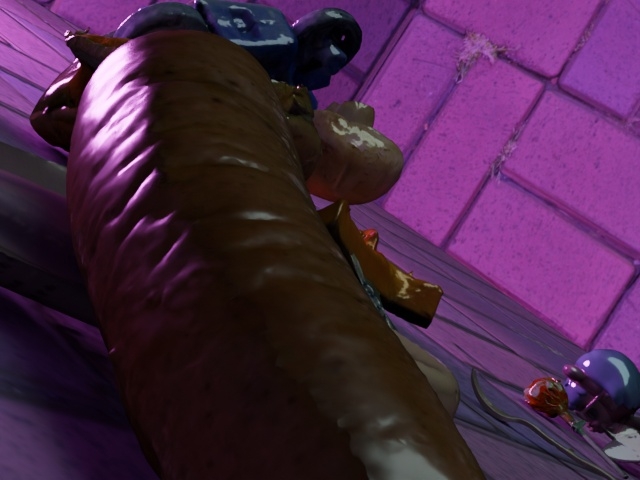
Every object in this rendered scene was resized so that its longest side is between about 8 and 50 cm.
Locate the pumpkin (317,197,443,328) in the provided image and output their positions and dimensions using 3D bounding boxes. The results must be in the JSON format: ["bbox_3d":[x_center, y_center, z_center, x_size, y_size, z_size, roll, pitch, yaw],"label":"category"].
[{"bbox_3d":[0.023,0.014,1.696,0.290,0.095,0.258,29,-2,-42],"label":"pumpkin"}]

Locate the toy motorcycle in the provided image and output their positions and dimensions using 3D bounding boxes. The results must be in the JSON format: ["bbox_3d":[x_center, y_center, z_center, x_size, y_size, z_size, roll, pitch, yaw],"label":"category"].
[{"bbox_3d":[-0.125,-0.187,1.773,0.319,0.182,0.241,-2,-15,-32],"label":"toy motorcycle"}]

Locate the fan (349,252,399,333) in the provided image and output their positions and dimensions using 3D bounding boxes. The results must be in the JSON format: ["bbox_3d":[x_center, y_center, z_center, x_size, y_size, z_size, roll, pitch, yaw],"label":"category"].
[{"bbox_3d":[0.068,0.086,1.410,0.131,0.009,0.240,59,3,-34],"label":"fan"}]

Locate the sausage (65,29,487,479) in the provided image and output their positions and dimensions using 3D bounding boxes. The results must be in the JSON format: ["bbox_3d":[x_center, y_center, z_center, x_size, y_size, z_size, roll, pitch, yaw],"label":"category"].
[{"bbox_3d":[-0.038,0.035,0.719,0.136,0.123,0.501,12,26,-25],"label":"sausage"}]

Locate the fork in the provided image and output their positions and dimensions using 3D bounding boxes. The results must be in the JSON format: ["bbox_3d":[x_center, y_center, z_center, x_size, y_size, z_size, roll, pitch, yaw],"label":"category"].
[{"bbox_3d":[0.237,0.210,1.584,0.219,0.028,0.034,38,-1,12],"label":"fork"}]

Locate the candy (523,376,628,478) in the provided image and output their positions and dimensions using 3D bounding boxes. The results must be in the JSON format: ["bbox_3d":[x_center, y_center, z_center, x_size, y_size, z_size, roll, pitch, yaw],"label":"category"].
[{"bbox_3d":[0.305,0.222,1.812,0.056,0.049,0.184,-6,34,-30],"label":"candy"}]

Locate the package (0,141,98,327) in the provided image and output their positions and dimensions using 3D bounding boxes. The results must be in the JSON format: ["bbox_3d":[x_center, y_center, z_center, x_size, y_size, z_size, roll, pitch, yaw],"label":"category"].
[{"bbox_3d":[-0.151,0.001,0.928,0.204,0.062,0.251,29,9,-31],"label":"package"}]

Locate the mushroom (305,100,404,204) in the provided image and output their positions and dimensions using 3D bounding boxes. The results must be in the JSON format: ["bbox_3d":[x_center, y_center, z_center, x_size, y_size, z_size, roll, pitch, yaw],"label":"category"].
[{"bbox_3d":[0.021,-0.098,1.717,0.148,0.112,0.148,12,-9,2],"label":"mushroom"}]

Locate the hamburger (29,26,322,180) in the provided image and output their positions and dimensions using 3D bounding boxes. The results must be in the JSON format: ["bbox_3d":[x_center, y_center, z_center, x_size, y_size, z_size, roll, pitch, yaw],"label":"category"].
[{"bbox_3d":[-0.139,-0.117,1.510,0.265,0.134,0.285,18,6,32],"label":"hamburger"}]

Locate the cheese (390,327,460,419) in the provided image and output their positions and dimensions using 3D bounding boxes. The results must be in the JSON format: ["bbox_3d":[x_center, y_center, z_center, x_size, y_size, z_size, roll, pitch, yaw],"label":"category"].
[{"bbox_3d":[0.034,0.100,1.134,0.137,0.064,0.227,30,3,11],"label":"cheese"}]

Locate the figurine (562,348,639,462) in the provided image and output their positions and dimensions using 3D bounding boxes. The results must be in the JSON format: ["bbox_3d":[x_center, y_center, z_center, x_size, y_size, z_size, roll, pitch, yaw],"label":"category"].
[{"bbox_3d":[0.409,0.236,1.908,0.260,0.103,0.205,44,9,12],"label":"figurine"}]
